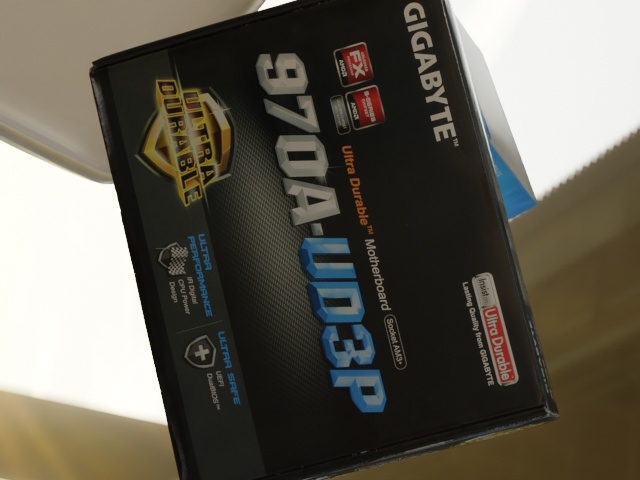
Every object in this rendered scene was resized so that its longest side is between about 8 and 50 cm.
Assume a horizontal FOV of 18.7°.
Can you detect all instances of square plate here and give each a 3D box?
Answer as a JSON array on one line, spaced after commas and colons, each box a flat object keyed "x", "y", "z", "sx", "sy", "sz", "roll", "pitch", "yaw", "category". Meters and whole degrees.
[{"x": -0.198, "y": -0.194, "z": 1.266, "sx": 0.344, "sy": 0.347, "sz": 0.049, "roll": -55, "pitch": 164, "yaw": -41, "category": "square plate"}]

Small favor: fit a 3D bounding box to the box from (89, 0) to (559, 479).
[{"x": 0.000, "y": 0.000, "z": 0.912, "sx": 0.051, "sy": 0.175, "sz": 0.220, "roll": 36, "pitch": 40, "yaw": -76, "category": "box"}]

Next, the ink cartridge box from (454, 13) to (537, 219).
[{"x": 0.020, "y": -0.051, "z": 1.271, "sx": 0.203, "sy": 0.086, "sz": 0.148, "roll": -28, "pitch": -131, "yaw": 14, "category": "ink cartridge box"}]
